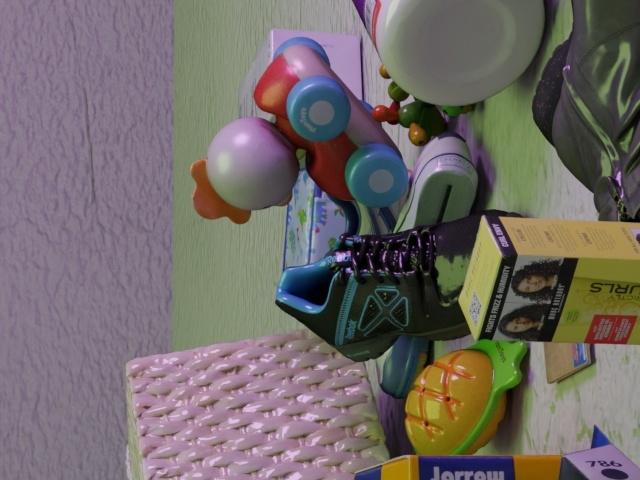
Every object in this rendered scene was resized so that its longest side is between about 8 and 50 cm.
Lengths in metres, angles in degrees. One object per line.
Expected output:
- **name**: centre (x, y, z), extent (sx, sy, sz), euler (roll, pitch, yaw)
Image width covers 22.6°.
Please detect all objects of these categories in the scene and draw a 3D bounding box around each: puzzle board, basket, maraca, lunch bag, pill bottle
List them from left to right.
- **basket**: centre (-0.080, 0.314, 2.042), extent (0.266, 0.331, 0.328), euler (90, 168, -50)
- **lunch bag**: centre (0.000, 0.000, 2.354), extent (0.176, 0.090, 0.219), euler (-162, 75, -77)
- **pill bottle**: centre (0.120, -0.297, 1.774), extent (0.323, 0.181, 0.181), euler (-109, 26, -53)
- **maraca**: centre (0.160, 0.165, 1.742), extent (0.186, 0.099, 0.127), euler (-52, 31, 21)
- **puzzle board**: centre (0.244, 0.071, 1.596), extent (0.096, 0.011, 0.128), euler (134, 135, -66)

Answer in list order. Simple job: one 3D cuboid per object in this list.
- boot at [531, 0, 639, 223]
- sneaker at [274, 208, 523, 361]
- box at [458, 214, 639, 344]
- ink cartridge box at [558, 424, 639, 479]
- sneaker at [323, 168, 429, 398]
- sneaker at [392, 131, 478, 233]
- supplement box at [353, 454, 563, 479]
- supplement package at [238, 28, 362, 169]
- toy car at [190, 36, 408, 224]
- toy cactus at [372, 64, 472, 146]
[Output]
- **boot**: centre (0.280, -0.146, 1.343), extent (0.223, 0.118, 0.338), euler (-108, 14, -45)
- **sneaker**: centre (0.086, 0.045, 1.784), extent (0.341, 0.139, 0.125), euler (-29, 42, 44)
- **box**: centre (0.229, 0.033, 1.232), extent (0.058, 0.232, 0.087), euler (-109, 27, -53)
- **ink cartridge box**: centre (0.237, 0.274, 1.217), extent (0.333, 0.065, 0.165), euler (-133, 47, -70)
- **sneaker**: centre (0.064, 0.054, 2.032), extent (0.112, 0.131, 0.296), euler (144, 125, -69)
- **sneaker**: centre (0.133, -0.016, 1.901), extent (0.091, 0.094, 0.258), euler (-77, 6, -48)
- **supplement box**: centre (0.152, 0.391, 1.541), extent (0.195, 0.194, 0.357), euler (138, 132, -70)
- **supplement package**: centre (-0.035, -0.205, 2.406), extent (0.244, 0.139, 0.134), euler (131, 140, -68)
- **toy car**: centre (-0.044, -0.095, 1.938), extent (0.238, 0.210, 0.219), euler (-39, 22, 8)
- **toy cactus**: centre (0.124, -0.205, 1.930), extent (0.219, 0.112, 0.180), euler (-132, 55, -81)
